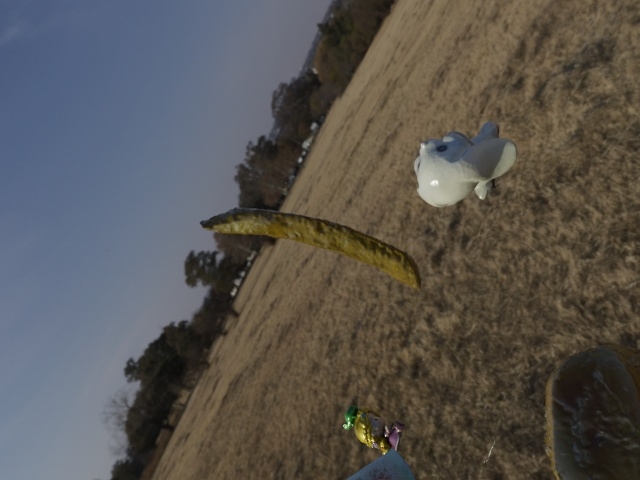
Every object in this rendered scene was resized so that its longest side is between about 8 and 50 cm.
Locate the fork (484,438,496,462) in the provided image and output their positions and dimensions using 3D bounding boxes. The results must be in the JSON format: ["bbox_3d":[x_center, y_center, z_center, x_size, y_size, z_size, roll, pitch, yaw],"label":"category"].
[{"bbox_3d":[0.629,0.783,1.753,0.016,0.012,0.115,-6,-61,-51],"label":"fork"}]

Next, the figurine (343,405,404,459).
[{"bbox_3d":[0.129,0.505,1.235,0.095,0.156,0.115,37,-109,-72],"label":"figurine"}]

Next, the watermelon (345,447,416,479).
[{"bbox_3d":[0.106,0.584,0.989,0.320,0.213,0.290,117,168,-76],"label":"watermelon"}]

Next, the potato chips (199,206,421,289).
[{"bbox_3d":[0.000,0.000,0.808,0.057,0.406,0.080,-109,35,-74],"label":"potato chips"}]

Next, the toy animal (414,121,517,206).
[{"bbox_3d":[0.348,-0.173,1.210,0.289,0.174,0.249,-24,-14,-24],"label":"toy animal"}]

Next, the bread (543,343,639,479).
[{"bbox_3d":[0.376,0.271,0.577,0.176,0.195,0.247,-48,24,42],"label":"bread"}]
